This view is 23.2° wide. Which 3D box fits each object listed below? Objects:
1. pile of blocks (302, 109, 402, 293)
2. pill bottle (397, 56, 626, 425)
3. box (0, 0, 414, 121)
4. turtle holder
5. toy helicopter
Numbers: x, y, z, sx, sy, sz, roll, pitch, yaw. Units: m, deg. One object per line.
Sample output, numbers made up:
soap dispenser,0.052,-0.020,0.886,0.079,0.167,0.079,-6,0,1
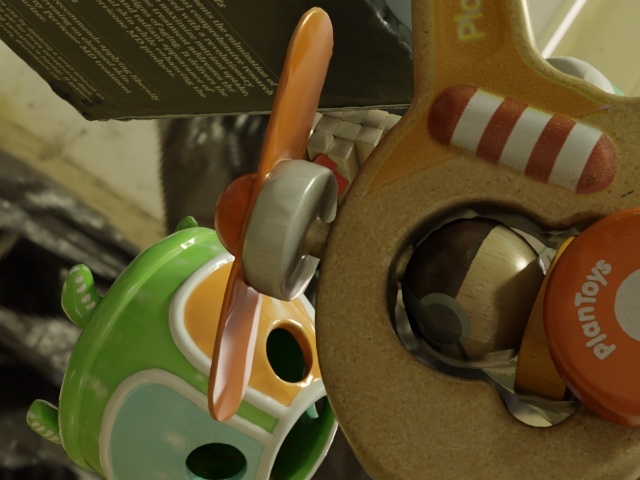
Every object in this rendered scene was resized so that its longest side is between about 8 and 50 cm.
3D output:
pile of blocks,0.000,0.000,1.557,0.149,0.112,0.362,28,-29,1
pill bottle,0.231,0.055,1.091,0.361,0.204,0.204,38,9,-22
box,-0.043,-0.381,1.435,0.472,0.480,0.297,2,-31,40
turtle holder,-0.118,0.159,1.416,0.227,0.320,0.243,31,12,22
toy helicopter,0.055,-0.050,0.689,0.140,0.235,0.355,58,26,-65
